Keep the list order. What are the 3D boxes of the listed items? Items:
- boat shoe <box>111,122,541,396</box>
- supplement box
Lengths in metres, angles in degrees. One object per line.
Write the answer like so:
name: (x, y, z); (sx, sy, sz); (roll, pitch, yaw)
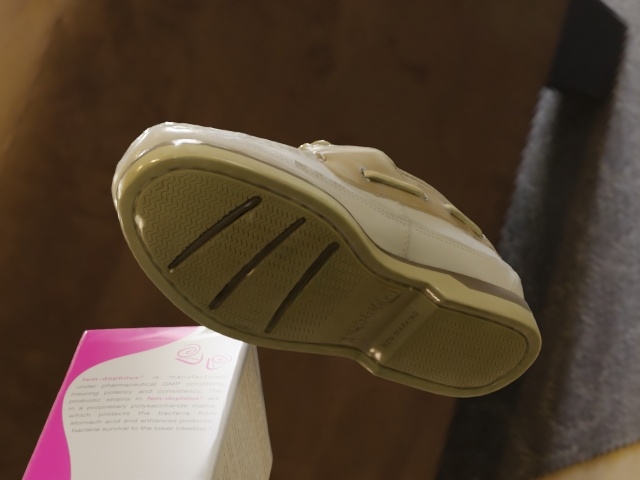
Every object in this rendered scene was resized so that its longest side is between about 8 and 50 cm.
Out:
boat shoe: (0.000, 0.000, 0.976); (0.113, 0.302, 0.103); (-41, 42, 26)
supplement box: (-0.101, 0.153, 0.961); (0.111, 0.114, 0.220); (-2, 32, 10)
